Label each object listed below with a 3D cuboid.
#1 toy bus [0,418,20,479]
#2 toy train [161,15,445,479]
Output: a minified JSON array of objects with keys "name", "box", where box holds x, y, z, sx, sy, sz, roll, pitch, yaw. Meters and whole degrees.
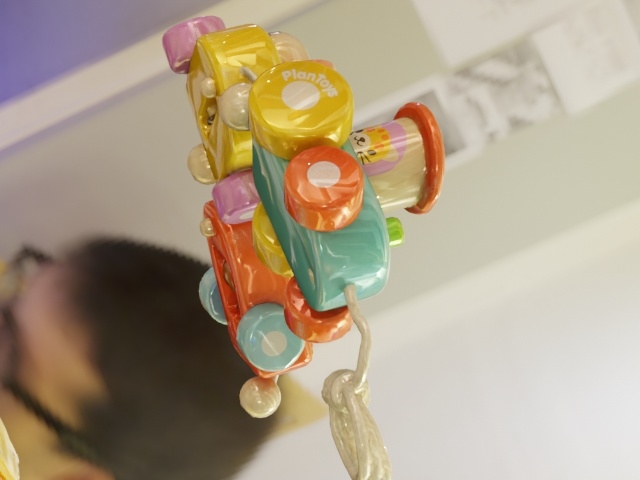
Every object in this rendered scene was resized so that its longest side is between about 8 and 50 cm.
[{"name":"toy bus","box":[-0.265,0.196,0.988,0.149,0.220,0.211,73,2,-60]},{"name":"toy train","box":[0.000,0.000,0.508,0.166,0.046,0.125,-147,-138,-70]}]
